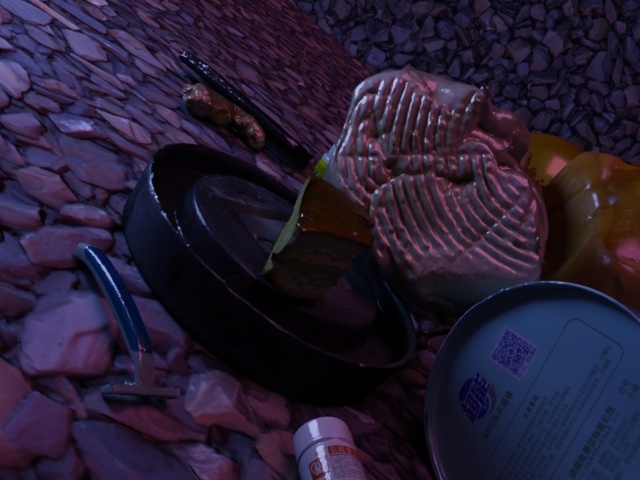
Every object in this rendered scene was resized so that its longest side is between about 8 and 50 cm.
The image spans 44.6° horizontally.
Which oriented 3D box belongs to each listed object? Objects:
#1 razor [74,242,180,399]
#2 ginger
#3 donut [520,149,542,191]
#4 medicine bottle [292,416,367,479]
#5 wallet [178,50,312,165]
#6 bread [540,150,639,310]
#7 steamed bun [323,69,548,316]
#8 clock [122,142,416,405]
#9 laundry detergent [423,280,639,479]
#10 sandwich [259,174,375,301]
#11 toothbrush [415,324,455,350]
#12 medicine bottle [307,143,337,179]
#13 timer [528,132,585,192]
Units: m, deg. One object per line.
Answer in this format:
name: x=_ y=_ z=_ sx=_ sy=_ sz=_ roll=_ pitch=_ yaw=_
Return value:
razor: x=-0.179 y=0.060 z=0.687 sx=0.068 sy=0.037 sz=0.191 roll=18 pitch=28 yaw=-44
ginger: x=-0.162 y=-0.216 z=1.322 sx=0.173 sy=0.051 sz=0.069 roll=25 pitch=27 yaw=-32
donut: x=0.214 y=-0.042 z=1.273 sx=0.160 sy=0.330 sz=0.330 roll=57 pitch=16 yaw=-12
medicine bottle: x=0.010 y=0.206 z=0.686 sx=0.057 sy=0.057 sz=0.089 roll=29 pitch=21 yaw=-29
wallet: x=-0.131 y=-0.242 z=1.433 sx=0.285 sy=0.030 sz=0.146 roll=41 pitch=3 yaw=8
bread: x=0.445 y=0.068 z=1.228 sx=0.250 sy=0.394 sz=0.361 roll=27 pitch=33 yaw=-14
steamed bun: x=0.145 y=-0.050 z=1.007 sx=0.206 sy=0.275 sz=0.320 roll=74 pitch=1 yaw=-78
clock: x=-0.055 y=0.032 z=0.926 sx=0.386 sy=0.076 sz=0.386 roll=35 pitch=19 yaw=-14
laundry detergent: x=0.320 y=0.210 z=0.900 sx=0.305 sy=0.287 sz=0.287 roll=18 pitch=28 yaw=-47
sandwich: x=0.000 y=0.000 z=0.844 sx=0.088 sy=0.090 sz=0.244 roll=33 pitch=17 yaw=-7
toothbrush: x=0.244 y=0.116 z=1.058 sx=0.026 sy=0.294 sz=0.028 roll=63 pitch=19 yaw=-53
medicine bottle: x=0.016 y=-0.131 z=1.412 sx=0.047 sy=0.083 sz=0.047 roll=32 pitch=19 yaw=-13
timer: x=0.431 y=-0.014 z=1.613 sx=0.376 sy=0.376 sz=0.387 roll=21 pitch=69 yaw=-43
